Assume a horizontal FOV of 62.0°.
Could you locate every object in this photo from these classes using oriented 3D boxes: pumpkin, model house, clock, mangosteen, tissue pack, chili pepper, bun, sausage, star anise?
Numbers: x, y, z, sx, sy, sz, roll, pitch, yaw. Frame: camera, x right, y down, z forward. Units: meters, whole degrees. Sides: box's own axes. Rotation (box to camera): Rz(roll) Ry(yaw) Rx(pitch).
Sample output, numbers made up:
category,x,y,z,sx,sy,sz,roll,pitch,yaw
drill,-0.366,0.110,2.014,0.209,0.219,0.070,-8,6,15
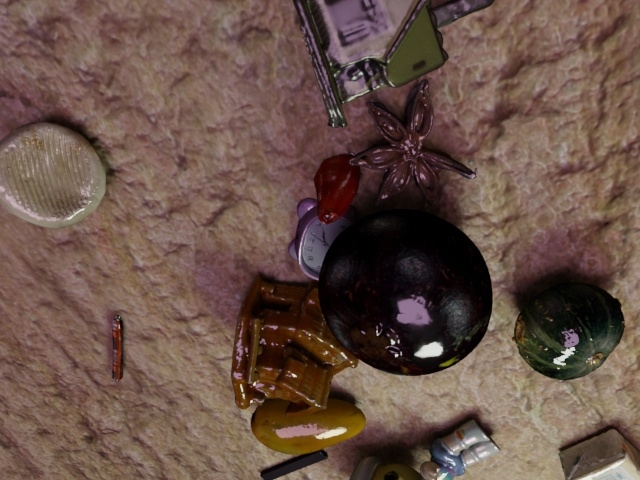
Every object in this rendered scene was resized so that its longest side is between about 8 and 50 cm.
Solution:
category,x,y,z,sx,sy,sz,roll,pitch,yaw
pumpkin,0.442,0.161,0.955,0.191,0.146,0.190,-10,116,-22
model house,0.110,-0.293,0.689,0.279,0.218,0.204,-19,110,8
model house,-0.038,0.205,1.013,0.230,0.199,0.219,2,133,10
clock,0.000,0.000,0.962,0.110,0.050,0.152,13,121,-1
mangosteen,0.140,0.074,0.860,0.288,0.288,0.287,3,121,5
tissue pack,0.650,0.523,1.180,0.196,0.092,0.148,41,117,-19
chili pepper,0.019,-0.074,0.848,0.088,0.168,0.065,-32,112,24
bun,-0.462,-0.112,0.915,0.184,0.102,0.183,-2,96,-20
sausage,-0.445,0.241,1.168,0.029,0.025,0.198,20,122,12
star anise,0.132,-0.140,0.849,0.172,0.063,0.208,-32,114,10

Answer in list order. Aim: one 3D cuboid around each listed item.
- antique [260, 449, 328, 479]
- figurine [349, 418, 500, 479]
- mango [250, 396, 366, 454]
category,x,y,z,sx,sy,sz,roll,pitch,yaw
antique,-0.068,0.558,1.323,0.192,0.015,0.031,-30,112,21
figurine,0.232,0.558,1.213,0.382,0.205,0.224,-27,112,-1
mango,-0.027,0.404,1.173,0.254,0.113,0.138,-2,117,-1
